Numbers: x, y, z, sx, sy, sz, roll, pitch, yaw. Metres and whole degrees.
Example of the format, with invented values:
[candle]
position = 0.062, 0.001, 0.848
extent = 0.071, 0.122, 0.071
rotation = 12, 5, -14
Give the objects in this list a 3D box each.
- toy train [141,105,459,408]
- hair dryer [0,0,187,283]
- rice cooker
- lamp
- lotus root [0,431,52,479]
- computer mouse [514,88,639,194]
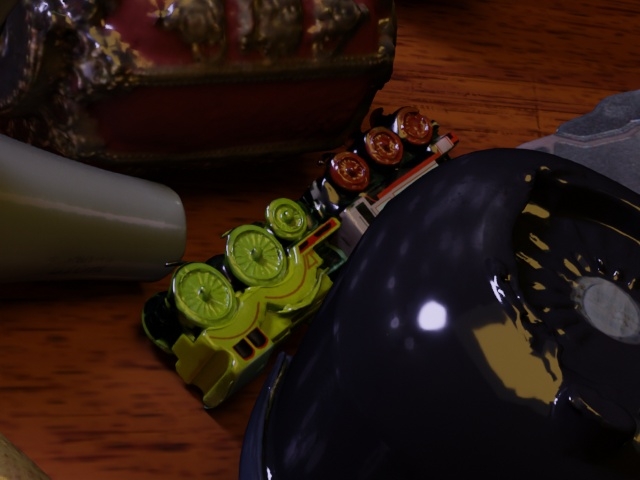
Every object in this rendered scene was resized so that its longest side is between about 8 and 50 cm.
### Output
[toy train]
position = 0.000, 0.000, 1.020
extent = 0.085, 0.053, 0.250
rotation = 48, 51, 3
[hair dryer]
position = -0.144, -0.061, 0.879
extent = 0.296, 0.298, 0.119
rotation = 35, 19, -55
[rice cooker]
position = 0.099, 0.096, 0.883
extent = 0.267, 0.224, 0.267
rotation = 19, 42, -18
[lamp]
position = -0.079, -0.128, 1.054
extent = 0.274, 0.177, 0.177
rotation = -5, 51, -41
[lotus root]
position = -0.197, 0.104, 0.775
extent = 0.258, 0.097, 0.110
rotation = 42, 45, -1
[computer mouse]
position = 0.208, 0.009, 1.153
extent = 0.389, 0.115, 0.199
rotation = -13, 42, -24
